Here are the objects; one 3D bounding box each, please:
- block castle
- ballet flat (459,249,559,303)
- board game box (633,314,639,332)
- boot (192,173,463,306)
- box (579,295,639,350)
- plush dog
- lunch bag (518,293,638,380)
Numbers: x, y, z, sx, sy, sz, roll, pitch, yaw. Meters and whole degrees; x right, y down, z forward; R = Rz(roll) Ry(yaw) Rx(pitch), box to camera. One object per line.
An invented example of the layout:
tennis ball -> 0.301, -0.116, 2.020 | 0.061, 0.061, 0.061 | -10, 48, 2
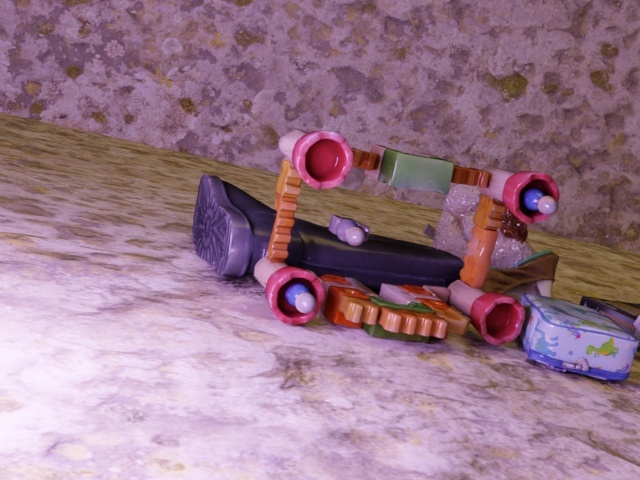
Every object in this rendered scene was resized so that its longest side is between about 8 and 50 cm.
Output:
block castle -> 0.137, 0.002, 1.337 | 0.454, 0.302, 0.213 | 8, 12, -23
ballet flat -> 0.385, 0.101, 1.664 | 0.343, 0.116, 0.124 | -6, 61, -46
board game box -> 0.661, 0.200, 1.547 | 0.104, 0.026, 0.154 | 9, 33, -24
boot -> 0.001, 0.001, 1.605 | 0.446, 0.146, 0.367 | 6, 20, -21
box -> 0.679, 0.183, 1.749 | 0.183, 0.056, 0.231 | 8, 11, -23
plush dog -> 0.370, 0.026, 1.874 | 0.226, 0.262, 0.210 | 9, 39, 36
lunch bag -> 0.433, 0.163, 1.435 | 0.176, 0.090, 0.219 | 12, 10, -1
